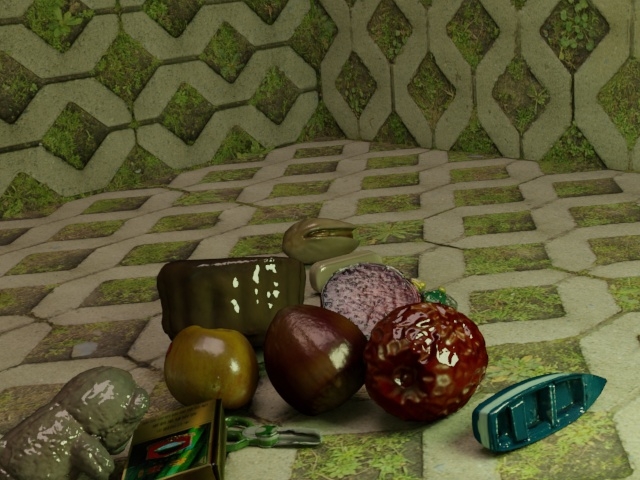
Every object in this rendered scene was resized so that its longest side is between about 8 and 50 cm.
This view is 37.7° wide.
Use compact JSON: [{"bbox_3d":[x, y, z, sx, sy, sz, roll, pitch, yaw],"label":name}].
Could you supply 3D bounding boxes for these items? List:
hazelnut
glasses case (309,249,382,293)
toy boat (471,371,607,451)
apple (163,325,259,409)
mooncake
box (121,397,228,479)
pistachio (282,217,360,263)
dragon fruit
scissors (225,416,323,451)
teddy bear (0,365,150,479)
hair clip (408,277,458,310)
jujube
[{"bbox_3d":[-0.012,0.210,1.727,0.208,0.208,0.208,-5,17,1],"label":"hazelnut"},{"bbox_3d":[0.066,0.080,2.368,0.196,0.083,0.050,-12,19,-26],"label":"glasses case"},{"bbox_3d":[0.380,0.278,1.608,0.299,0.096,0.062,-14,10,-34],"label":"toy boat"},{"bbox_3d":[-0.204,0.238,1.763,0.183,0.155,0.182,5,-14,1],"label":"apple"},{"bbox_3d":[-0.185,0.133,1.983,0.324,0.187,0.324,-1,-3,0],"label":"mooncake"},{"bbox_3d":[-0.232,0.354,1.529,0.159,0.071,0.240,-15,16,0],"label":"box"},{"bbox_3d":[0.000,0.000,2.587,0.223,0.126,0.152,-9,-18,-15],"label":"pistachio"},{"bbox_3d":[0.108,0.169,2.007,0.224,0.148,0.218,5,48,2],"label":"dragon fruit"},{"bbox_3d":[-0.094,0.341,1.642,0.205,0.027,0.101,-2,20,16],"label":"scissors"},{"bbox_3d":[-0.406,0.317,1.520,0.236,0.151,0.267,15,42,43],"label":"teddy bear"},{"bbox_3d":[0.153,0.126,2.174,0.321,0.091,0.138,2,21,25],"label":"hair clip"},{"bbox_3d":[0.188,0.209,1.672,0.213,0.212,0.232,2,8,23],"label":"jujube"}]
